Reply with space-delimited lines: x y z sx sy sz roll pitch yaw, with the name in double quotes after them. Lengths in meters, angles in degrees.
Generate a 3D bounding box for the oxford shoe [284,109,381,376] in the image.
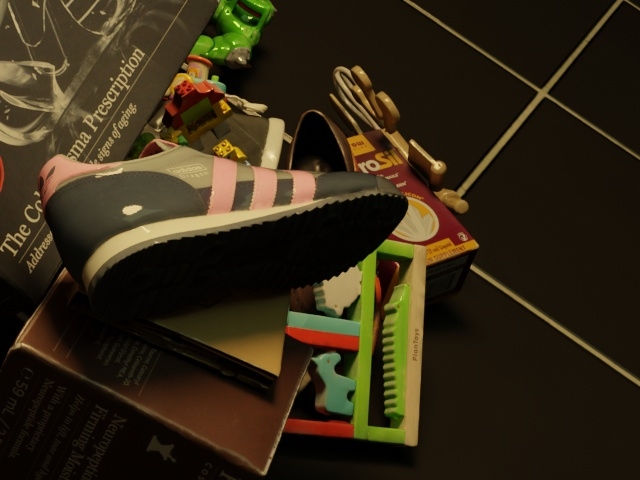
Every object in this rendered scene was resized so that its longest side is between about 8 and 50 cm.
0.000 0.000 1.457 0.096 0.098 0.271 -11 60 4 "oxford shoe"

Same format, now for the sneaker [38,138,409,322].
-0.067 -0.032 1.143 0.319 0.112 0.131 -7 50 -47 "sneaker"

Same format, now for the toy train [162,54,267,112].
-0.131 -0.164 1.579 0.125 0.046 0.166 8 0 -37 "toy train"

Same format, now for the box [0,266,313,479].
-0.143 0.135 1.155 0.203 0.168 0.167 28 32 -3 "box"

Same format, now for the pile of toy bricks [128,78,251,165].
-0.159 -0.059 1.362 0.212 0.105 0.118 -35 55 -9 "pile of toy bricks"

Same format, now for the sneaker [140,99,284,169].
-0.124 -0.030 1.463 0.146 0.105 0.296 13 40 -5 "sneaker"

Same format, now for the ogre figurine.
-0.123 -0.254 1.747 0.118 0.097 0.197 20 19 2 "ogre figurine"

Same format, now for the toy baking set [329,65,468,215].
0.083 -0.111 1.664 0.197 0.030 0.256 57 -8 -9 "toy baking set"

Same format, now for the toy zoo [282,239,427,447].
-0.038 0.076 1.342 0.293 0.030 0.192 10 76 -28 "toy zoo"

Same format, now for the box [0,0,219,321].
-0.306 -0.149 1.210 0.312 0.179 0.343 39 54 -20 "box"

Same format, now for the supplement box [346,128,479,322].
0.064 -0.019 1.580 0.104 0.081 0.188 -19 56 -31 "supplement box"

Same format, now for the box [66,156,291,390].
-0.100 0.019 1.170 0.164 0.021 0.201 24 32 -11 "box"
